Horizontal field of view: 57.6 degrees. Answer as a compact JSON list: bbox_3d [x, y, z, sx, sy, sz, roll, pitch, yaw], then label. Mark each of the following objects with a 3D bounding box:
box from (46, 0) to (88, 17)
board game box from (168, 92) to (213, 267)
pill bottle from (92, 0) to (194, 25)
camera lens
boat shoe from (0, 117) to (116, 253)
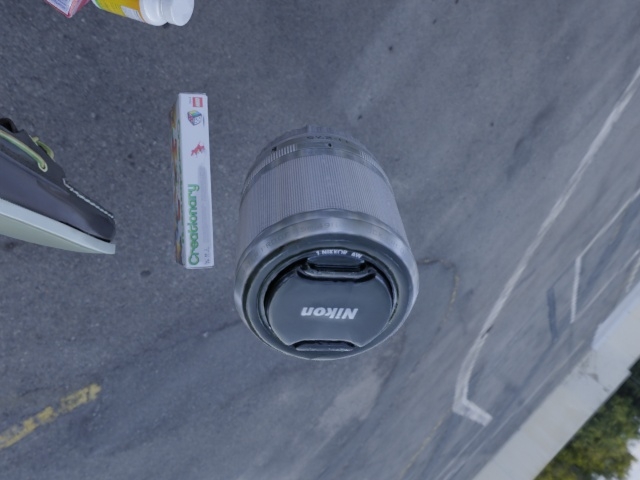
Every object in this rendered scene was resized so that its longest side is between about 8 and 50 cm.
[{"bbox_3d":[-0.267,-0.397,0.640,0.257,0.128,0.123,-37,-155,46],"label":"box"},{"bbox_3d":[-0.247,-0.105,1.097,0.053,0.193,0.306,-3,92,-20],"label":"board game box"},{"bbox_3d":[-0.460,-0.639,1.508,0.136,0.245,0.137,20,90,-77],"label":"pill bottle"},{"bbox_3d":[0.000,0.000,0.766,0.219,0.274,0.220,-3,127,-4],"label":"camera lens"},{"bbox_3d":[-0.204,-0.045,0.354,0.227,0.081,0.069,36,61,-63],"label":"boat shoe"}]
